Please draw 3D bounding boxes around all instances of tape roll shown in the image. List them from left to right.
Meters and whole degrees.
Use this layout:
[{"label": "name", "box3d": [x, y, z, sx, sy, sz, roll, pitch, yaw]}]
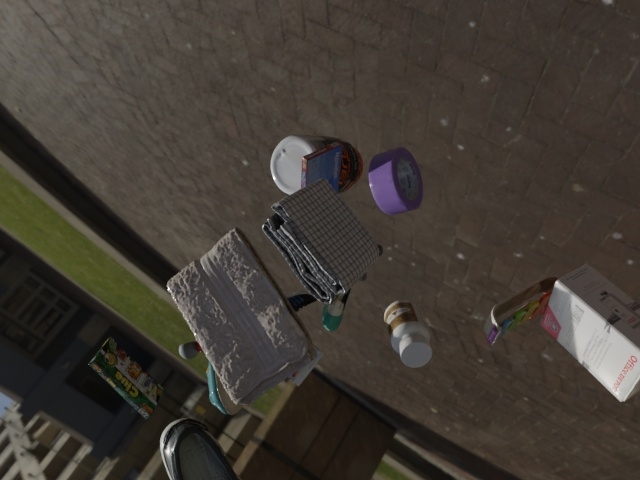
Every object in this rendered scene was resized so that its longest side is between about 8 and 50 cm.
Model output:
[{"label": "tape roll", "box3d": [0.225, -0.174, 1.657, 0.080, 0.189, 0.189, -13, 132, 36]}]

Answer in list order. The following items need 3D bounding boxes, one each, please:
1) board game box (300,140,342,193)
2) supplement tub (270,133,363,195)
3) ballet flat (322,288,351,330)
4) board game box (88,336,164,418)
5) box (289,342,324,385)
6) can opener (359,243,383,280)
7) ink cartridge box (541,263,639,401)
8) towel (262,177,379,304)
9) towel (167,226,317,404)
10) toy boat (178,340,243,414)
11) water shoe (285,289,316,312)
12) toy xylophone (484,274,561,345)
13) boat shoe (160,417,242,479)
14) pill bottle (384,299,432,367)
[{"label": "board game box", "box3d": [-0.001, -0.159, 1.729, 0.027, 0.145, 0.281, 38, 141, 32]}, {"label": "supplement tub", "box3d": [0.001, -0.259, 1.943, 0.207, 0.207, 0.338, 23, -161, 27]}, {"label": "ballet flat", "box3d": [0.066, 0.241, 2.218, 0.083, 0.247, 0.087, 20, 138, 1]}, {"label": "board game box", "box3d": [-0.622, 0.443, 1.812, 0.030, 0.136, 0.260, -33, 108, 19]}, {"label": "box", "box3d": [-0.082, 0.420, 2.023, 0.038, 0.145, 0.186, 43, 173, -29]}, {"label": "can opener", "box3d": [0.147, 0.068, 1.757, 0.095, 0.076, 0.283, 1, 164, 6]}, {"label": "ink cartridge box", "box3d": [0.720, 0.232, 1.421, 0.283, 0.117, 0.207, 51, 158, 39]}, {"label": "towel", "box3d": [0.000, 0.000, 1.468, 0.284, 0.235, 0.121, 51, 130, 1]}, {"label": "towel", "box3d": [-0.148, 0.141, 1.019, 0.282, 0.187, 0.049, 55, -169, 10]}, {"label": "toy boat", "box3d": [-0.373, 0.449, 1.973, 0.267, 0.148, 0.318, -105, -3, -53]}, {"label": "water shoe", "box3d": [-0.098, 0.237, 2.024, 0.073, 0.203, 0.080, 101, 156, -50]}, {"label": "toy xylophone", "box3d": [0.658, 0.229, 1.816, 0.081, 0.322, 0.236, 56, 172, 29]}, {"label": "boat shoe", "box3d": [-0.171, 0.436, 0.907, 0.303, 0.114, 0.091, 61, 153, -3]}, {"label": "pill bottle", "box3d": [0.293, 0.310, 1.861, 0.131, 0.131, 0.229, 44, -164, -22]}]
